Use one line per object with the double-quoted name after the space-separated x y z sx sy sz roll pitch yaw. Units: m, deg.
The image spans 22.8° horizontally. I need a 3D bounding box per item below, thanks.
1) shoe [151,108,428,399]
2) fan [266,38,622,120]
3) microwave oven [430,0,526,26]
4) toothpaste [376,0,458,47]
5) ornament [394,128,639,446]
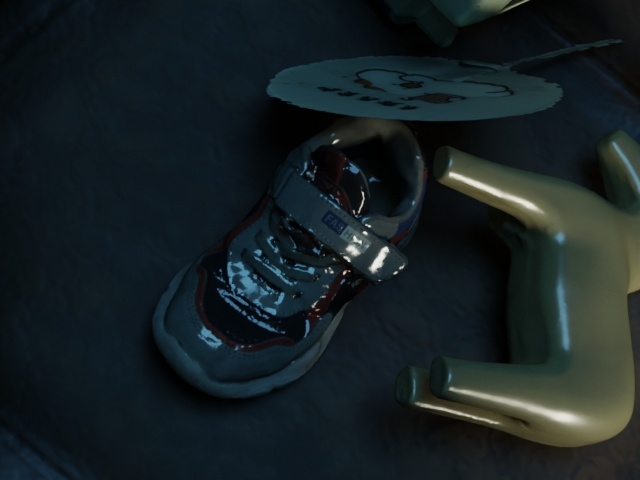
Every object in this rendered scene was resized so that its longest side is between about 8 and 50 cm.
0.000 -0.001 0.958 0.099 0.125 0.227 43 58 1 "shoe"
0.107 -0.110 1.061 0.329 0.190 0.009 -18 116 -45 "fan"
0.193 -0.362 1.082 0.394 0.247 0.333 -28 88 -39 "microwave oven"
0.013 -0.243 1.123 0.069 0.047 0.268 -32 77 -15 "toothpaste"
0.159 0.020 1.027 0.245 0.061 0.230 16 64 -34 "ornament"
